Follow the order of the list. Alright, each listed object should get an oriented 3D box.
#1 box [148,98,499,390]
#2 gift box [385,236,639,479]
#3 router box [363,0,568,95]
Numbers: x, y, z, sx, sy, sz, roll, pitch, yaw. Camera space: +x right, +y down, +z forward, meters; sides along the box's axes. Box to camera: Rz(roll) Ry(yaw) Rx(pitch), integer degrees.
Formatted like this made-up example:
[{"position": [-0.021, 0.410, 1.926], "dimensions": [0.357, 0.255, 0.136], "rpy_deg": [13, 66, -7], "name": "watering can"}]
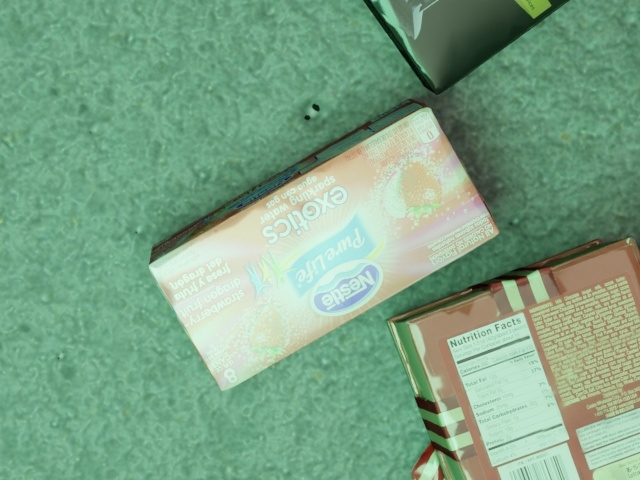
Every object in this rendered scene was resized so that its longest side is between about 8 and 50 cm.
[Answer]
[{"position": [0.000, 0.000, 1.771], "dimensions": [0.300, 0.154, 0.142], "rpy_deg": [-30, 97, -1], "name": "box"}, {"position": [0.204, 0.159, 1.745], "dimensions": [0.255, 0.258, 0.276], "rpy_deg": [-16, 89, -2], "name": "gift box"}, {"position": [0.115, -0.331, 1.765], "dimensions": [0.243, 0.081, 0.309], "rpy_deg": [-36, 102, 1], "name": "router box"}]
